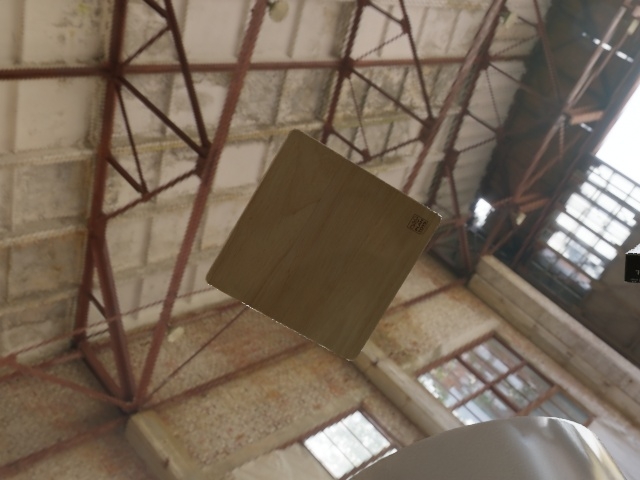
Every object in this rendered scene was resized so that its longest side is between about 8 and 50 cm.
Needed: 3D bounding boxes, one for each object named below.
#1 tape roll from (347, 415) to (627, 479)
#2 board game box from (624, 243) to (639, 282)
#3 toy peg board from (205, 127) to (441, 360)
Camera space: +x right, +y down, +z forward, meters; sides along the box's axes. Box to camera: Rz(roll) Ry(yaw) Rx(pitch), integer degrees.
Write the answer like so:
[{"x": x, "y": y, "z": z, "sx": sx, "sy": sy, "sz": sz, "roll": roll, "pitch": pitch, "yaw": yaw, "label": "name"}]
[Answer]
[{"x": 0.114, "y": 0.253, "z": 0.462, "sx": 0.246, "sy": 0.169, "sz": 0.246, "roll": -10, "pitch": -50, "yaw": -12, "label": "tape roll"}, {"x": 0.325, "y": 0.021, "z": 0.610, "sx": 0.186, "sy": 0.126, "sz": 0.026, "roll": -5, "pitch": -83, "yaw": -63, "label": "board game box"}, {"x": 0.000, "y": 0.000, "z": 0.706, "sx": 0.161, "sy": 0.160, "sz": 0.079, "roll": -59, "pitch": 11, "yaw": 8, "label": "toy peg board"}]
